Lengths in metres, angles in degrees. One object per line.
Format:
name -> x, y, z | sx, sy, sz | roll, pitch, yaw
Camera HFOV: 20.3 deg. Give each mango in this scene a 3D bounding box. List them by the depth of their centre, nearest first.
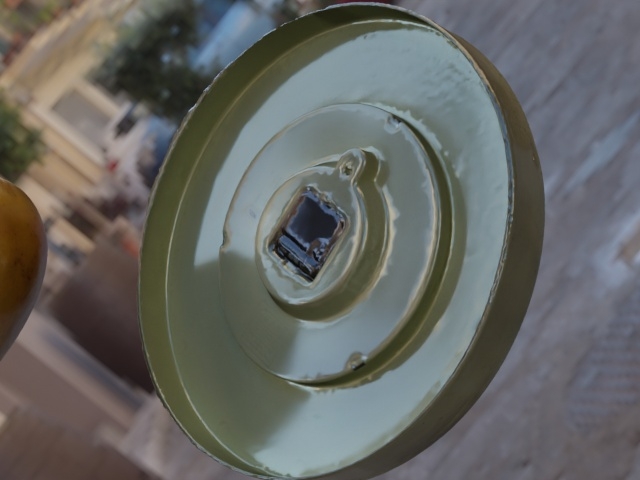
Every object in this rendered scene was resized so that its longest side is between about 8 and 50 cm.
mango -> -0.198, 0.033, 0.887 | 0.163, 0.089, 0.111 | -46, 30, 33

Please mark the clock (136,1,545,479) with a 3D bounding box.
clock -> 0.000, 0.000, 0.844 | 0.235, 0.029, 0.235 | -14, 67, 37
